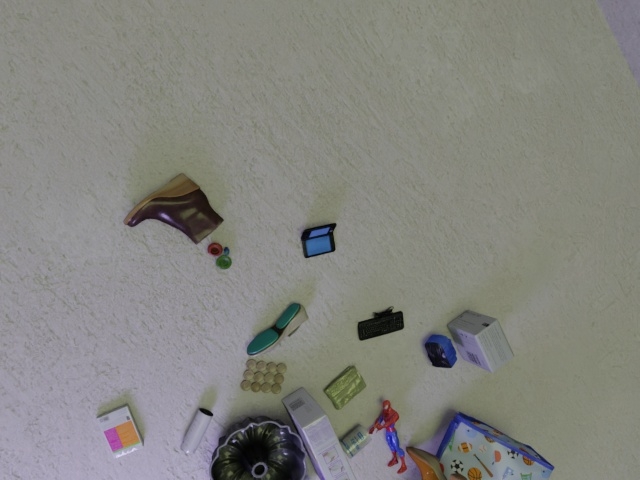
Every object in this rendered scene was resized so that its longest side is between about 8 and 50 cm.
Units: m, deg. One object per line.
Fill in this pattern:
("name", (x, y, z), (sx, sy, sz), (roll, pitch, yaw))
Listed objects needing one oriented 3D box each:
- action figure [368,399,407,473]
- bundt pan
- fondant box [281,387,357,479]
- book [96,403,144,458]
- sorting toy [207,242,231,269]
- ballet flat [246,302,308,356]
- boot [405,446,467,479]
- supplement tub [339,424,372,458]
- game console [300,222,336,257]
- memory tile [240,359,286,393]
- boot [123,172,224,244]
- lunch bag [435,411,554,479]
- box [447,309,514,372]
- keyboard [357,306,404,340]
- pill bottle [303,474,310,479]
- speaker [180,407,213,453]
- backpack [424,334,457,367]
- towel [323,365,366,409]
("action figure", (0.241, 0.743, 1.750), (0.139, 0.092, 0.280), (-12, 98, -31))
("bundt pan", (-0.217, 0.744, 1.573), (0.331, 0.124, 0.330), (-1, 93, -20))
("fondant box", (0.001, 0.698, 1.586), (0.096, 0.238, 0.330), (-27, 102, -17))
("book", (-0.628, 0.599, 1.465), (0.096, 0.035, 0.144), (-20, 100, -14))
("sorting toy", (-0.327, 0.043, 1.534), (0.061, 0.042, 0.101), (-29, 115, 0))
("ballet flat", (-0.140, 0.322, 1.600), (0.248, 0.086, 0.086), (-41, 106, -14))
("boot", (0.399, 0.915, 1.715), (0.104, 0.295, 0.211), (18, 87, -35))
("supplement tub", (0.129, 0.744, 1.725), (0.107, 0.071, 0.071), (-37, 105, -14))
("game console", (0.000, 0.000, 1.630), (0.122, 0.107, 0.071), (-14, 70, -19))
("memory tile", (-0.197, 0.474, 1.620), (0.148, 0.012, 0.113), (13, 89, -21))
("boot", (-0.451, -0.065, 1.450), (0.248, 0.090, 0.206), (-40, 103, -17))
("lunch bag", (0.630, 0.895, 1.823), (0.386, 0.239, 0.327), (26, 87, -4))
("box", (0.621, 0.389, 1.818), (0.119, 0.181, 0.181), (-31, 103, -16))
("keyboard", (0.230, 0.312, 1.750), (0.192, 0.038, 0.100), (-12, 97, -19))
("pill bottle", (-0.105, 0.901, 1.639), (0.170, 0.094, 0.094), (-24, 101, -16))
("speaker", (-0.406, 0.624, 1.533), (0.055, 0.055, 0.136), (28, 84, -19))
("backpack", (0.465, 0.421, 1.813), (0.101, 0.098, 0.120), (-42, 108, -43))
("towel", (0.093, 0.543, 1.721), (0.148, 0.027, 0.110), (-36, 104, -14))
